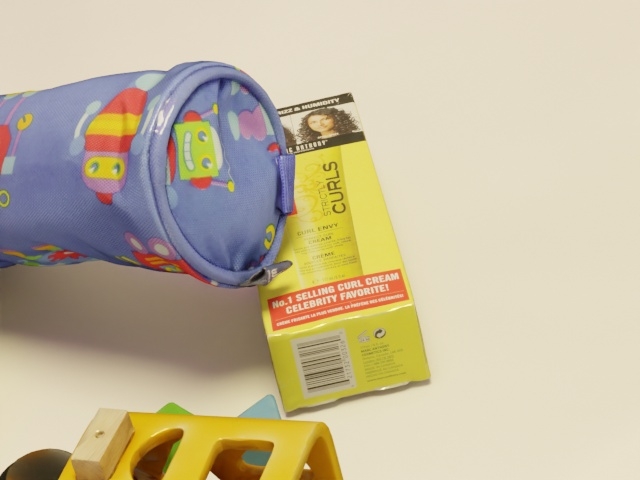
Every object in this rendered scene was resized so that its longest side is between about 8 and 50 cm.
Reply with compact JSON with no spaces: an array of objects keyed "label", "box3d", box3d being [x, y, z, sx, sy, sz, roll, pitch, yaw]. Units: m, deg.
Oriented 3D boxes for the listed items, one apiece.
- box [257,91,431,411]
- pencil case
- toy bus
[{"label":"box","box3d":[0.000,0.000,1.002,0.087,0.058,0.232,-12,35,1]},{"label":"pencil case","box3d":[-0.146,-0.032,0.989,0.306,0.119,0.133,-2,-10,41]},{"label":"toy bus","box3d":[-0.087,0.131,0.810,0.202,0.104,0.191,-26,37,-18]}]
